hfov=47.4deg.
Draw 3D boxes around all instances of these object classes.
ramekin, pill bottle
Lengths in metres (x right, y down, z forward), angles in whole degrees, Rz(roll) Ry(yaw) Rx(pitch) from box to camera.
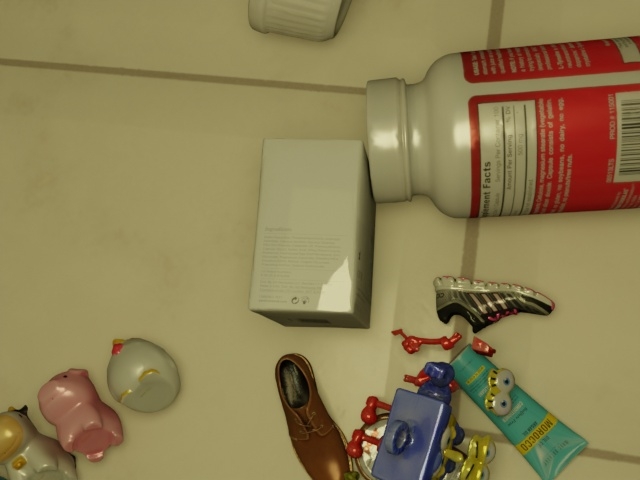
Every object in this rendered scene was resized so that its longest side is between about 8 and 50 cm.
[{"bbox_3d":[-0.003,-0.425,1.084,0.127,0.273,0.272,19,82,0],"label":"ramekin"},{"bbox_3d":[0.272,-0.148,0.993,0.408,0.229,0.228,-3,78,8],"label":"pill bottle"}]

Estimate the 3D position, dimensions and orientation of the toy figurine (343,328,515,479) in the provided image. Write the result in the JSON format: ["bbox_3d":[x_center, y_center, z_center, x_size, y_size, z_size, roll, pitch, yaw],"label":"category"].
[{"bbox_3d":[0.091,0.265,0.886,0.191,0.217,0.362,16,79,27],"label":"toy figurine"}]

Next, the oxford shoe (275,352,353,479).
[{"bbox_3d":[-0.017,0.261,1.031,0.076,0.076,0.212,-26,77,1],"label":"oxford shoe"}]

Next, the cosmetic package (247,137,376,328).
[{"bbox_3d":[0.000,0.000,1.005,0.138,0.224,0.224,1,79,9],"label":"cosmetic package"}]

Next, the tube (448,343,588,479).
[{"bbox_3d":[0.264,0.234,1.011,0.207,0.052,0.080,44,98,10],"label":"tube"}]

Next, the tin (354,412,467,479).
[{"bbox_3d":[0.134,0.316,1.016,0.190,0.040,0.106,29,80,13],"label":"tin"}]

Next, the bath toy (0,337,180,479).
[{"bbox_3d":[-0.368,0.256,1.063,0.348,0.151,0.129,-37,40,-1],"label":"bath toy"}]

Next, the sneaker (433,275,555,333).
[{"bbox_3d":[0.241,0.098,1.033,0.171,0.063,0.074,7,79,15],"label":"sneaker"}]
